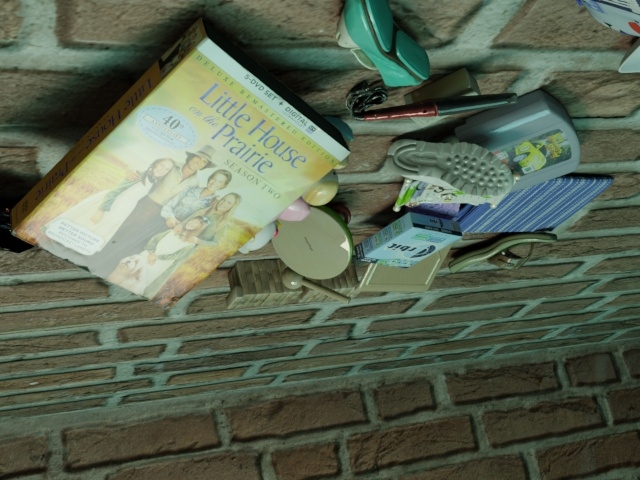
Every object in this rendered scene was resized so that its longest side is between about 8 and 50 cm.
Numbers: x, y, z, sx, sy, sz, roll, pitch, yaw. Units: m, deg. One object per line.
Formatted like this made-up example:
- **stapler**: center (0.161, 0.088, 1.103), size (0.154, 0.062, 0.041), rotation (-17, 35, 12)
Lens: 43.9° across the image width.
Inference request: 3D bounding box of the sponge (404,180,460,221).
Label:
- **sponge**: center (0.244, -0.077, 1.722), size (0.117, 0.031, 0.210), rotation (-11, 152, -4)

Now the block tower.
- **block tower**: center (-0.065, 0.100, 1.955), size (0.335, 0.097, 0.091), rotation (-4, 157, -24)

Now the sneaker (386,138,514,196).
- **sneaker**: center (0.242, -0.133, 1.460), size (0.235, 0.090, 0.095), rotation (18, 179, 20)

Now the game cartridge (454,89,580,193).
- **game cartridge**: center (0.393, -0.180, 1.528), size (0.196, 0.060, 0.294), rotation (-24, 153, 19)

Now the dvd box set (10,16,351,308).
- **dvd box set**: center (-0.205, -0.088, 1.187), size (0.420, 0.062, 0.307), rotation (-39, 133, 19)

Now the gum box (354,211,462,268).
- **gum box**: center (0.194, 0.002, 1.760), size (0.157, 0.041, 0.184), rotation (9, 150, -38)

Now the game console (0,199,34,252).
- **game console**: center (-0.459, 0.003, 1.441), size (0.361, 0.044, 0.213), rotation (18, 161, -36)

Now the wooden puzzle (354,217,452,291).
- **wooden puzzle**: center (0.213, 0.036, 1.926), size (0.221, 0.044, 0.238), rotation (3, 130, -33)

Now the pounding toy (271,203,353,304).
- **pounding toy**: center (0.000, 0.000, 1.696), size (0.183, 0.110, 0.237), rotation (12, 127, 20)

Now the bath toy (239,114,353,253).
- **bath toy**: center (-0.068, -0.093, 1.442), size (0.151, 0.129, 0.348), rotation (40, 141, -5)

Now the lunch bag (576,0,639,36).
- **lunch bag**: center (0.436, -0.366, 0.876), size (0.385, 0.239, 0.328), rotation (-7, 165, 35)

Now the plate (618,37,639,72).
- **plate**: center (0.641, -0.362, 1.230), size (0.277, 0.045, 0.278), rotation (-7, 158, -14)

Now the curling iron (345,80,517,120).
- **curling iron**: center (0.175, -0.219, 1.267), size (0.274, 0.035, 0.068), rotation (2, 147, 8)

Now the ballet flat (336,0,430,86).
- **ballet flat**: center (0.072, -0.278, 1.100), size (0.087, 0.083, 0.247), rotation (-6, 161, 27)

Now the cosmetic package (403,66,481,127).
- **cosmetic package**: center (0.203, -0.236, 1.319), size (0.115, 0.041, 0.060), rotation (-22, 155, 24)

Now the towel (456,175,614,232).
- **towel**: center (0.484, -0.089, 1.852), size (0.336, 0.040, 0.243), rotation (-1, 153, -29)

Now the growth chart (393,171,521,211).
- **growth chart**: center (0.269, -0.101, 1.590), size (0.237, 0.021, 0.172), rotation (-1, 159, 1)

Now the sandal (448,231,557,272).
- **sandal**: center (0.480, 0.043, 2.074), size (0.303, 0.086, 0.120), rotation (-24, 168, 34)
